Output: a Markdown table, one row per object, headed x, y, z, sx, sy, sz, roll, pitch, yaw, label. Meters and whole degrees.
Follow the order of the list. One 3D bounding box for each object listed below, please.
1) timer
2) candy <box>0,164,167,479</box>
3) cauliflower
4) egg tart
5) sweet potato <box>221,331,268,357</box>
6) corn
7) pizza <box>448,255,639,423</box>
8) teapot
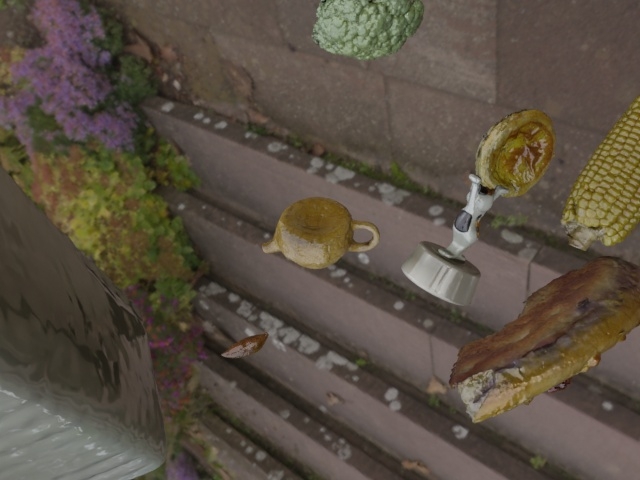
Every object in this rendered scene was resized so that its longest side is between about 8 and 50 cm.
| x | y | z | sx | sy | sz | roll | pitch | yaw | label |
| --- | --- | --- | --- | --- | --- | --- | --- | --- | --- |
| 0.314 | -0.012 | 1.474 | 0.175 | 0.266 | 0.175 | 25 | -166 | -6 | timer |
| -0.239 | 0.070 | 0.380 | 0.359 | 0.207 | 0.145 | 79 | 170 | -62 | candy |
| 0.096 | -0.556 | 1.564 | 0.275 | 0.272 | 0.251 | -18 | 79 | 44 | cauliflower |
| 0.479 | -0.222 | 1.670 | 0.106 | 0.241 | 0.241 | 47 | 165 | 52 | egg tart |
| -0.139 | 0.199 | 1.245 | 0.034 | 0.095 | 0.034 | 157 | 90 | -85 | sweet potato |
| 0.498 | -0.124 | 1.078 | 0.119 | 0.322 | 0.119 | 29 | 179 | 1 | corn |
| 0.260 | 0.109 | 0.730 | 0.086 | 0.305 | 0.161 | 61 | 153 | -2 | pizza |
| 0.000 | 0.000 | 1.753 | 0.311 | 0.203 | 0.167 | -2 | 133 | 1 | teapot |
